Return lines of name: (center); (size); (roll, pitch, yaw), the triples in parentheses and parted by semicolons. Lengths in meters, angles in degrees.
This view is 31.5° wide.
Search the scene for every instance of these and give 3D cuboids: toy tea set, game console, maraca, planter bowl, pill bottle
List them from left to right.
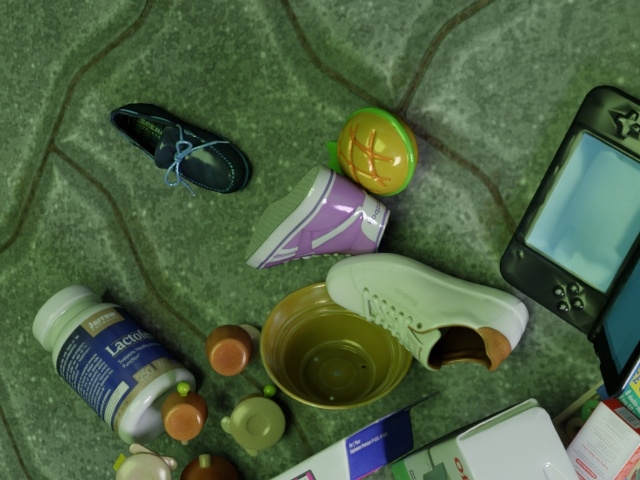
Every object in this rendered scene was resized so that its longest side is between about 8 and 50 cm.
pill bottle: (-0.342, 0.198, 1.861); (0.265, 0.153, 0.153); (39, 116, 23)
toy tea set: (-0.169, 0.289, 1.785); (0.200, 0.124, 0.336); (32, 97, -9)
planter bowl: (0.023, 0.168, 1.619); (0.217, 0.217, 0.090); (36, 149, 26)
maraca: (0.068, -0.116, 1.580); (0.127, 0.099, 0.186); (62, 147, 3)
game console: (0.342, -0.007, 1.358); (0.250, 0.173, 0.293); (35, 113, 26)

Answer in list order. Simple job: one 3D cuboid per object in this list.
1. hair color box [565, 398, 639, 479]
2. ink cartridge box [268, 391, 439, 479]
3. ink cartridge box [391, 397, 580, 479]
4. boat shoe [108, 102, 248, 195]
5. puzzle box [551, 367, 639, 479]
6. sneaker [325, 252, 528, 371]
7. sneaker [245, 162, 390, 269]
hair color box: (0.342, 0.270, 1.399); (0.072, 0.043, 0.141); (44, 116, 30)
ink cartridge box: (0.003, 0.334, 1.629); (0.371, 0.176, 0.069); (-37, 75, 32)
ink cartridge box: (0.217, 0.335, 1.429); (0.211, 0.121, 0.289); (64, 162, 11)
boat shoe: (-0.231, -0.136, 1.781); (0.258, 0.089, 0.109); (24, 109, 30)
puzzle box: (0.488, 0.308, 1.345); (0.272, 0.052, 0.409); (-47, 64, 28)
sneaker: (0.121, 0.100, 1.523); (0.290, 0.123, 0.106); (12, 136, 26)
sneaker: (0.000, 0.001, 1.637); (0.282, 0.161, 0.102); (-33, 34, 59)
